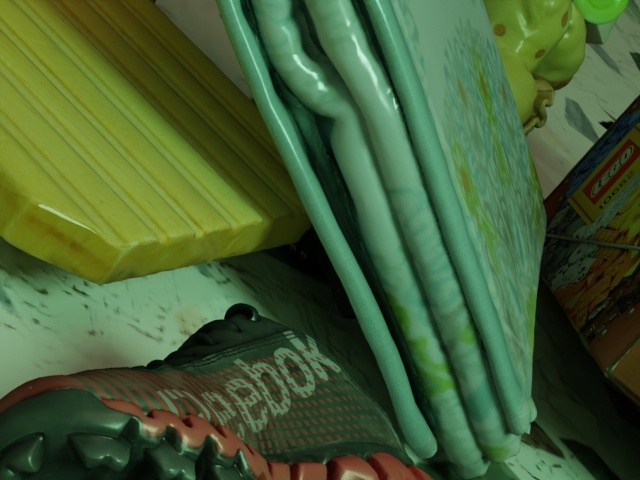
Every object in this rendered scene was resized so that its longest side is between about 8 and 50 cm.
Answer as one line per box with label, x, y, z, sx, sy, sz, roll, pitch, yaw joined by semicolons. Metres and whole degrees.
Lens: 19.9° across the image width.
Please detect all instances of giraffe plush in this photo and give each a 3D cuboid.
giraffe plush;0.130;-0.132;1.430;0.181;0.210;0.170;37;65;-33

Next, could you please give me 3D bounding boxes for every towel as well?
towel;0.048;-0.087;1.099;0.320;0.090;0.374;-74;147;-62

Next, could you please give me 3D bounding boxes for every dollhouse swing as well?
dollhouse swing;-0.115;-0.194;0.971;0.305;0.315;0.347;31;17;20

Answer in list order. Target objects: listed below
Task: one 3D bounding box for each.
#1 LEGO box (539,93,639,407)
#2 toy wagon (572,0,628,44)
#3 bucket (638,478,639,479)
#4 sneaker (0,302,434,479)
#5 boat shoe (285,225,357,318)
LEGO box;0.405;0.125;1.289;0.500;0.193;0.372;40;9;-10
toy wagon;0.102;-0.274;1.552;0.344;0.068;0.267;33;-6;-26
bucket;0.184;0.253;0.826;0.281;0.183;0.281;36;25;-19
sneaker;-0.055;0.090;0.810;0.276;0.097;0.135;19;35;-50
boat shoe;0.001;0.001;1.124;0.049;0.042;0.133;60;6;-49
